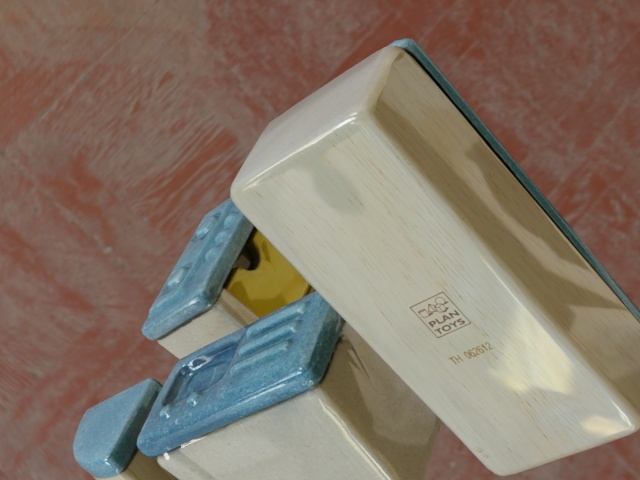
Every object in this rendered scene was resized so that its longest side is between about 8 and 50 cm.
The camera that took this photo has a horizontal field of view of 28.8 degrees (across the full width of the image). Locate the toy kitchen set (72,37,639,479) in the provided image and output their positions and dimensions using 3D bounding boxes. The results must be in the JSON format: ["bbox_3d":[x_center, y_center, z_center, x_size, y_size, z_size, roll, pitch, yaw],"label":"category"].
[{"bbox_3d":[0.000,0.000,0.437,0.122,0.207,0.166,47,38,-19],"label":"toy kitchen set"}]
